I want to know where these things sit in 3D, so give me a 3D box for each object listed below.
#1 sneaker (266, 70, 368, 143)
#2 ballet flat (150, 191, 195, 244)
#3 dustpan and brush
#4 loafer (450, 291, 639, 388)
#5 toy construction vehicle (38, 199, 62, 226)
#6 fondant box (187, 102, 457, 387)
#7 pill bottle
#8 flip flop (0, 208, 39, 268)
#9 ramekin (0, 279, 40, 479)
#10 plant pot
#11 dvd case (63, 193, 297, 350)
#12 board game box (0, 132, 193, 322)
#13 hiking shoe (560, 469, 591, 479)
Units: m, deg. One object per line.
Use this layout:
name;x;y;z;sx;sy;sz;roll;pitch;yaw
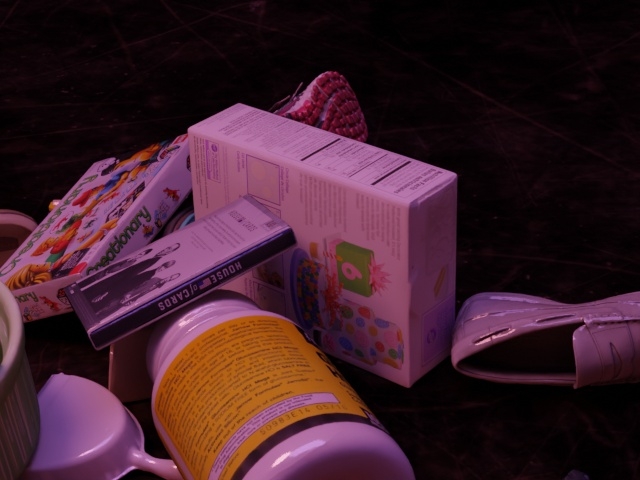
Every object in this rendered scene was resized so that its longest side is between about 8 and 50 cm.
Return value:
sneaker;-0.034;-0.154;2.211;0.112;0.121;0.299;-20;8;36
ballet flat;-0.171;-0.009;1.999;0.096;0.095;0.280;-3;18;20
dustpan and brush;-0.220;0.220;1.641;0.211;0.060;0.147;5;43;26
loafer;0.301;0.120;1.711;0.319;0.112;0.111;-1;34;18
toy construction vehicle;-0.334;-0.014;2.071;0.086;0.035;0.098;-1;38;4
fondant box;0.000;0.000;1.807;0.330;0.238;0.096;22;37;36
pill bottle;-0.056;0.186;1.539;0.188;0.188;0.334;-15;32;-19
flip flop;-0.486;0.027;1.957;0.277;0.112;0.080;-7;44;-17
ramekin;-0.436;0.170;1.596;0.303;0.148;0.303;-7;39;5
plant pot;-0.189;0.115;1.767;0.096;0.109;0.109;4;29;-10
dvd case;-0.156;0.029;1.682;0.239;0.029;0.179;-27;19;-9
board game box;-0.277;-0.015;1.932;0.193;0.053;0.305;-14;28;36
hiking shoe;0.223;0.324;1.392;0.132;0.113;0.304;35;31;4
